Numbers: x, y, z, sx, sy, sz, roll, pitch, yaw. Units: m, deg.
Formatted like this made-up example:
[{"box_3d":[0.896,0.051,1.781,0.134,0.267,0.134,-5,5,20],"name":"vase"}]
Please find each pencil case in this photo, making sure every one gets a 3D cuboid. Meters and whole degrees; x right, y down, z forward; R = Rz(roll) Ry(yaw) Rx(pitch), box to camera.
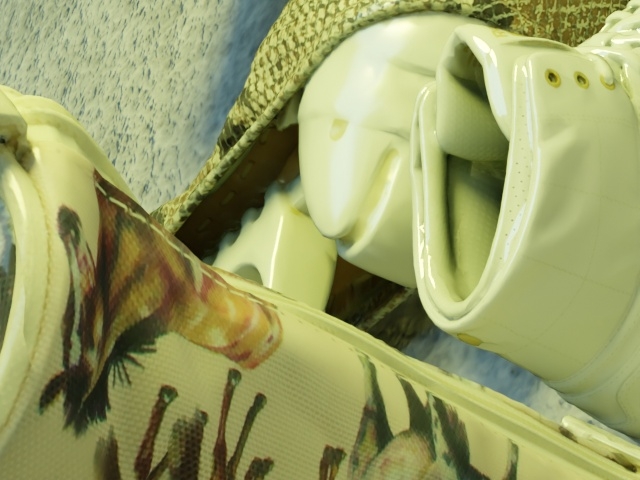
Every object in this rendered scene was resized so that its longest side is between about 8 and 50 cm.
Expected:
[{"box_3d":[-0.009,0.092,0.573,0.160,0.410,0.183,33,91,49],"name":"pencil case"}]

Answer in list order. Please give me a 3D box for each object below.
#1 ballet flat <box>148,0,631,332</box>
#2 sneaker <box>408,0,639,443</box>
[{"box_3d":[0.000,0.000,0.866,0.483,0.164,0.182,-46,20,36],"name":"ballet flat"},{"box_3d":[0.134,-0.073,0.720,0.108,0.169,0.293,-12,56,56],"name":"sneaker"}]
